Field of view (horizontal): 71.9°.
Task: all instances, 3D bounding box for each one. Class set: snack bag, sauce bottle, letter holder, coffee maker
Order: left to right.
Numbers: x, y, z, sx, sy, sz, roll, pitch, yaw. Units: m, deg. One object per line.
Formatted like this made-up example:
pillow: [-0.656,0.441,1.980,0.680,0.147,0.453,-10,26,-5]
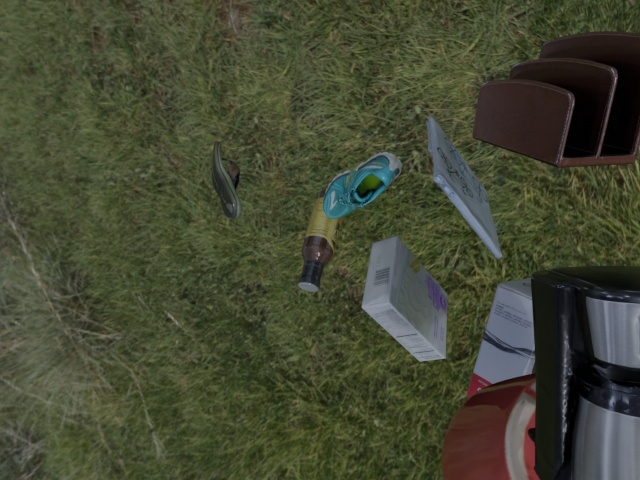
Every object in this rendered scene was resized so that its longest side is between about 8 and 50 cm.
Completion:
sauce bottle: [0.000,0.000,1.449,0.111,0.345,0.111,12,154,6]
snack bag: [0.382,-0.142,1.190,0.037,0.343,0.323,-30,119,30]
letter holder: [0.443,-0.280,0.842,0.151,0.302,0.215,-4,113,-9]
coffee maker: [0.222,0.111,0.357,0.171,0.120,0.179,-176,85,-70]

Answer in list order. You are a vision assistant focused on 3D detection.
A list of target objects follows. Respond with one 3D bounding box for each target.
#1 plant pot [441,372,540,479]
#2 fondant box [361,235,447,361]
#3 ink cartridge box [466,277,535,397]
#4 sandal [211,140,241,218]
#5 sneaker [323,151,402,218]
plant pot: [0.305,0.287,0.554,0.274,0.275,0.243,29,159,22]
fondant box: [0.266,0.180,1.331,0.096,0.239,0.330,-19,131,35]
ink cartridge box: [0.455,0.232,0.979,0.114,0.196,0.273,24,110,48]
sandal: [-0.299,-0.196,1.448,0.303,0.086,0.120,66,152,27]
sneaker: [0.090,-0.131,1.147,0.107,0.110,0.275,41,137,-13]
